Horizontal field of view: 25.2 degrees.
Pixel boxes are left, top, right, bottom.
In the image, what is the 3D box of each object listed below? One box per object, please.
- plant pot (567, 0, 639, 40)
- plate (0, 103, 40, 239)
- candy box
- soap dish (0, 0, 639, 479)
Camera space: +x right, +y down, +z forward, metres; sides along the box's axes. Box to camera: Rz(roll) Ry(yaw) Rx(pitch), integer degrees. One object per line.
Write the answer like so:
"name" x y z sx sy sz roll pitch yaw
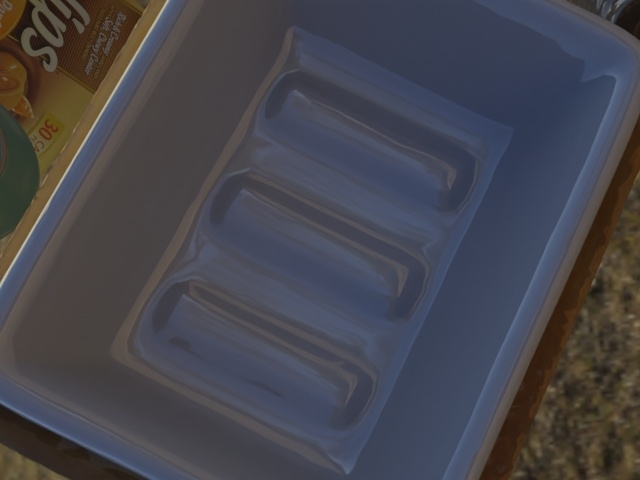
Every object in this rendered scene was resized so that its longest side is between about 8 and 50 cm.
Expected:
"plant pot" 0.300 -0.197 1.154 0.237 0.237 0.110 -30 31 48
"plate" -0.293 -0.070 1.035 0.024 0.188 0.188 -57 49 43
"candy box" -0.308 -0.174 1.405 0.087 0.183 0.316 -39 18 40
"soap dish" 0.000 0.000 0.635 0.291 0.229 0.118 -63 -2 -19
